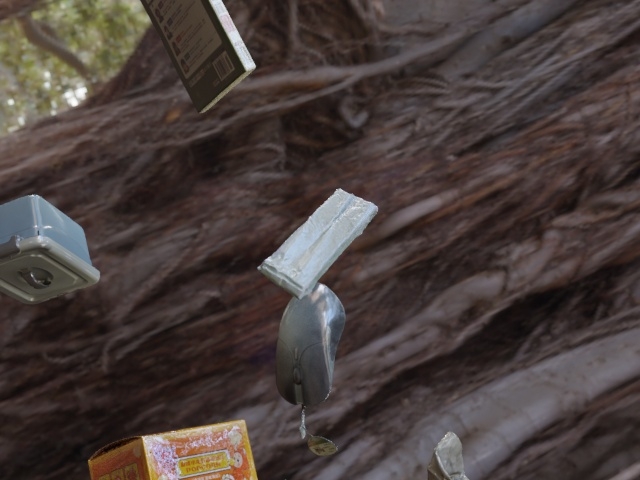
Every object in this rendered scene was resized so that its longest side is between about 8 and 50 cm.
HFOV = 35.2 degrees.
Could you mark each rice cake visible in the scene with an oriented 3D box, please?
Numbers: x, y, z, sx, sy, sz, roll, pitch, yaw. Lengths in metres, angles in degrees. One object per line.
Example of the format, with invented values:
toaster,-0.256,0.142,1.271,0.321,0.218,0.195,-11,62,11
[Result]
rice cake,0.000,0.000,1.601,0.085,0.226,0.040,36,-33,12

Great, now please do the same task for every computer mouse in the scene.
computer mouse,-0.038,0.286,2.434,0.167,0.090,0.379,-2,-102,29

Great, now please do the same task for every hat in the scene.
hat,0.237,0.470,1.735,0.214,0.149,0.245,45,-48,24

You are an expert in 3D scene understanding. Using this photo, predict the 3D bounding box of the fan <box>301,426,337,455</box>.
fan,-0.008,0.375,1.858,0.080,0.003,0.060,28,-44,1

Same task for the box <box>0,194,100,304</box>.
box,-0.507,0.023,1.774,0.227,0.162,0.130,50,24,-65

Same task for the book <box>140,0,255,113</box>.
book,-0.207,-0.348,1.566,0.264,0.027,0.202,62,-29,-2

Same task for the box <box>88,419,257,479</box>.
box,-0.333,0.543,2.295,0.259,0.283,0.214,-31,-111,44
